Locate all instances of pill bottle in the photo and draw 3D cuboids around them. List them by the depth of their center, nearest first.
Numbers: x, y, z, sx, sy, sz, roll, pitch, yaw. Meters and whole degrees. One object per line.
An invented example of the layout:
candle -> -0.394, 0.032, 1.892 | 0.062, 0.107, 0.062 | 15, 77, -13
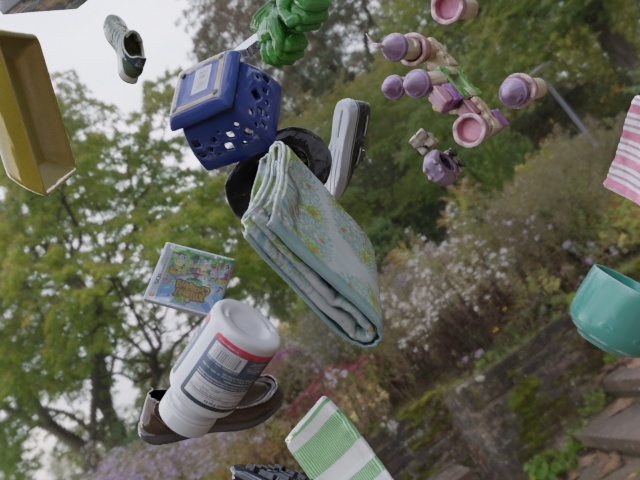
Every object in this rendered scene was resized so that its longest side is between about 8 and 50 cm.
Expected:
pill bottle -> -0.146, 0.181, 0.897 | 0.180, 0.108, 0.108 | -54, -16, 16

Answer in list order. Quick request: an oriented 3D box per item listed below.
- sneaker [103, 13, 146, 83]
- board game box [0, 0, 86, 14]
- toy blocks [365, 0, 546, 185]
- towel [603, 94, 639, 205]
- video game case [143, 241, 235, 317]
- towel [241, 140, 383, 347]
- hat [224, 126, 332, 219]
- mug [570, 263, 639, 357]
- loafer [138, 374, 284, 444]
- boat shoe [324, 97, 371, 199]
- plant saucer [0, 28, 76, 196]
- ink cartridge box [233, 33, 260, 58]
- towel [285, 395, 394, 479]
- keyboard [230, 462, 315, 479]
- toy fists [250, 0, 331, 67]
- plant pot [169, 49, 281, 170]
sneaker -> -0.446, -0.465, 1.496 | 0.064, 0.192, 0.086 | -4, -25, -42
board game box -> -0.326, -0.443, 0.956 | 0.305, 0.053, 0.193 | -26, 14, 23
toy blocks -> 0.228, -0.288, 1.273 | 0.309, 0.288, 0.260 | -44, -12, 36
towel -> 0.629, -0.170, 1.251 | 0.029, 0.144, 0.197 | -1, -64, -17
video game case -> -0.373, 0.113, 1.849 | 0.023, 0.212, 0.193 | 103, -179, -60
towel -> 0.000, 0.000, 1.302 | 0.090, 0.374, 0.320 | -32, 26, 22
hat -> -0.106, -0.162, 1.869 | 0.331, 0.331, 0.134 | -34, -33, 0
mug -> 0.432, 0.113, 0.912 | 0.129, 0.158, 0.097 | 19, -73, -26
loafer -> -0.256, 0.388, 1.561 | 0.366, 0.130, 0.134 | -10, 23, -27
boat shoe -> 0.092, -0.277, 2.020 | 0.119, 0.121, 0.335 | -5, -56, -30
plant saucer -> -0.642, -0.276, 1.397 | 0.081, 0.332, 0.333 | -12, 17, -6
ink cartridge box -> -0.183, -0.548, 1.795 | 0.063, 0.029, 0.115 | 8, 46, 45
towel -> 0.057, 0.530, 1.450 | 0.038, 0.325, 0.248 | -18, -29, -41
keyboard -> 0.085, 0.275, 0.595 | 0.201, 0.317, 0.033 | 47, -118, -55
toy fists -> -0.070, -0.510, 1.474 | 0.096, 0.142, 0.279 | -27, -10, -38
plant pot -> -0.264, -0.362, 1.745 | 0.236, 0.236, 0.212 | -15, -36, 28
